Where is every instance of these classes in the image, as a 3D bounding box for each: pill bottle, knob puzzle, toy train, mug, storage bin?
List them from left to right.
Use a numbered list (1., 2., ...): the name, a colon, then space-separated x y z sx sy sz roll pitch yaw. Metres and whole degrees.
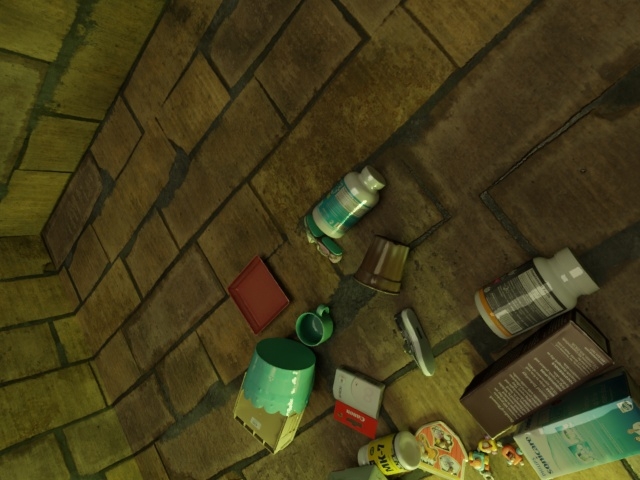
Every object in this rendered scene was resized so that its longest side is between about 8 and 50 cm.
1. storage bin: -0.218 0.708 1.697 0.262 0.123 0.260 28 109 28
2. mug: -0.006 0.325 1.541 0.158 0.097 0.129 -32 76 30
3. pill bottle: 0.104 -0.139 1.403 0.264 0.146 0.146 -44 71 27
4. pill bottle: 0.236 0.750 1.400 0.208 0.119 0.119 -40 72 37
5. knob puzzle: 0.398 0.703 1.349 0.213 0.030 0.213 3 95 33
6. toy train: 0.539 0.684 1.246 0.125 0.046 0.166 43 114 23
7. pill bottle: 0.587 0.145 1.103 0.278 0.162 0.162 -39 73 28

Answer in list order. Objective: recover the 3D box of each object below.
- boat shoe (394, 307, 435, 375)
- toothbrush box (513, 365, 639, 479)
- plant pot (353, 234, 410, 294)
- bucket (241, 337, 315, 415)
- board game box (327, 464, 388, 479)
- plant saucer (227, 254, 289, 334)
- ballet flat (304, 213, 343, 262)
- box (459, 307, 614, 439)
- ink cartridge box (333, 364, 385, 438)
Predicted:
1. boat shoe: 0.310 0.346 1.351 0.076 0.080 0.228 -31 76 37
2. toothbrush box: 0.681 0.470 1.036 0.295 0.216 0.126 -41 72 30
3. plant pot: 0.216 0.076 1.349 0.167 0.167 0.165 23 97 30
4. bucket: -0.153 0.514 1.556 0.281 0.281 0.183 22 104 30
5. board game box: 0.185 0.942 1.396 0.224 0.097 0.303 -34 95 38
6. plant saucer: -0.264 0.234 1.732 0.258 0.048 0.259 -46 71 27
7. ballet flat: 0.000 0.000 1.532 0.221 0.077 0.079 50 137 19
8. box: 0.585 0.362 1.104 0.143 0.191 0.381 51 118 19
9. ink cartridge box: 0.132 0.613 1.502 0.189 0.066 0.232 15 98 31
